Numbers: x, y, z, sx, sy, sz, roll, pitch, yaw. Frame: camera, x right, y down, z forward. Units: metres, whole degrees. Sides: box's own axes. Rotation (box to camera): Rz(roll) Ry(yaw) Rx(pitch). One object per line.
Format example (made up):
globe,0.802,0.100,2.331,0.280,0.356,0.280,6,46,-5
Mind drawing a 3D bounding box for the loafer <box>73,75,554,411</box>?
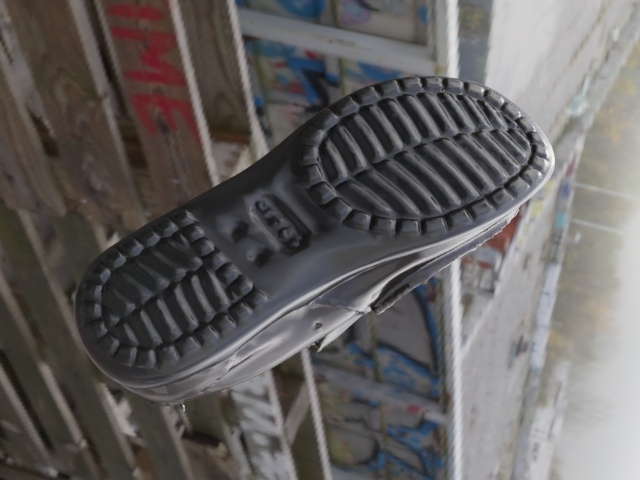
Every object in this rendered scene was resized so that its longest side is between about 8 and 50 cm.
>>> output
loafer,0.000,0.000,0.440,0.220,0.080,0.078,-25,155,-19
